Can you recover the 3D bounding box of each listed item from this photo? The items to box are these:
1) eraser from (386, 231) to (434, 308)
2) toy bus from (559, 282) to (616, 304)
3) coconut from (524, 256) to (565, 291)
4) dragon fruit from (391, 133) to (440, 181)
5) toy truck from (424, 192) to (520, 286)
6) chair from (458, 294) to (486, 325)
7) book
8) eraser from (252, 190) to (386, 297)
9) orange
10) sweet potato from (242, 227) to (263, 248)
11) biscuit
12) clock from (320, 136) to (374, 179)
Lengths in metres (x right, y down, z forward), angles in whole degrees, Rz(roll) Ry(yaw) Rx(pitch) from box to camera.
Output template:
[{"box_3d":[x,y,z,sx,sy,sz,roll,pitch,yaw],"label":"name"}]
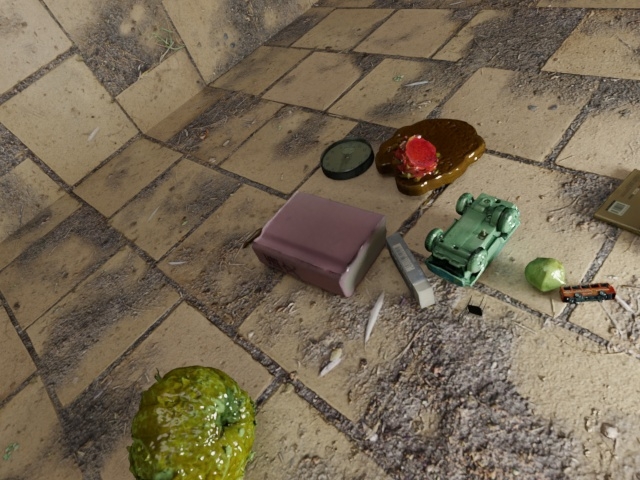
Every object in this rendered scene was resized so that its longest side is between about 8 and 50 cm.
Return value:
[{"box_3d":[0.247,0.080,1.117,0.046,0.092,0.212,-23,46,1],"label":"eraser"},{"box_3d":[0.638,0.126,0.960,0.110,0.031,0.043,-7,42,17],"label":"toy bus"},{"box_3d":[0.561,0.083,0.994,0.088,0.088,0.096,-40,43,-14],"label":"coconut"},{"box_3d":[0.295,-0.278,1.304,0.133,0.150,0.207,-4,34,-22],"label":"dragon fruit"},{"box_3d":[0.410,-0.004,1.079,0.155,0.156,0.279,29,67,38],"label":"toy truck"},{"box_3d":[0.386,0.178,1.012,0.042,0.037,0.086,13,52,44],"label":"chair"},{"box_3d":[0.915,-0.065,1.020,0.217,0.021,0.310,-40,48,-15],"label":"book"},{"box_3d":[0.000,0.000,1.273,0.359,0.122,0.272,19,58,33],"label":"eraser"},{"box_3d":[-0.269,0.423,0.878,0.223,0.300,0.301,-26,22,23],"label":"orange"},{"box_3d":[-0.240,-0.013,1.445,0.115,0.026,0.026,-41,48,-16],"label":"sweet potato"},{"box_3d":[0.373,-0.300,1.413,0.359,0.074,0.381,16,61,34],"label":"biscuit"},{"box_3d":[0.102,-0.323,1.565,0.215,0.042,0.215,-11,48,13],"label":"clock"}]
